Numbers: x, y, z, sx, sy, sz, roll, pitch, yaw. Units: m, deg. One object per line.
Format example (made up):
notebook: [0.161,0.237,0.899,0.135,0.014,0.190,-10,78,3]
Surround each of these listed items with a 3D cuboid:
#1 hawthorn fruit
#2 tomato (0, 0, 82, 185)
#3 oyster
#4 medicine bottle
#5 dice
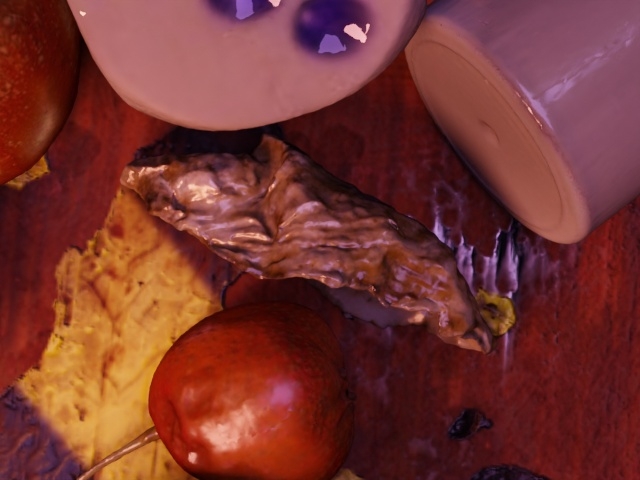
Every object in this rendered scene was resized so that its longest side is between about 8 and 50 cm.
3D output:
hawthorn fruit: [-0.109,0.153,1.164,0.285,0.165,0.165,-19,90,12]
tomato: [-0.325,-0.171,1.069,0.303,0.239,0.303,1,85,-7]
oyster: [0.003,-0.004,1.180,0.341,0.166,0.110,29,90,9]
medicine bottle: [0.225,-0.154,1.174,0.232,0.238,0.238,-36,93,-9]
dice: [-0.071,-0.260,1.081,0.251,0.243,0.259,-18,131,5]
